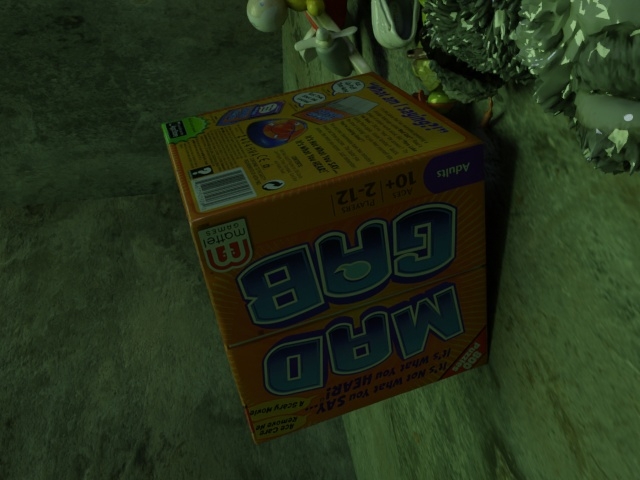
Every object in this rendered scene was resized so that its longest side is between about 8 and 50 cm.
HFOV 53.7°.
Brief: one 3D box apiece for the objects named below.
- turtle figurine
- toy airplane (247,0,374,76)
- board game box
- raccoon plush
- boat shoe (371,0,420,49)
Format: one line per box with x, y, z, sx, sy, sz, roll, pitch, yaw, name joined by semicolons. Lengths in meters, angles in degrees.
0.160;-0.268;0.869;0.269;0.087;0.217;-122;28;-72;turtle figurine
-0.035;-0.518;1.367;0.386;0.272;0.384;33;149;62;toy airplane
0.000;0.000;0.939;0.356;0.356;0.356;-123;19;-57;board game box
0.216;-0.151;0.508;0.299;0.216;0.446;69;-167;18;raccoon plush
0.120;-0.451;1.012;0.096;0.098;0.277;-124;20;-72;boat shoe
